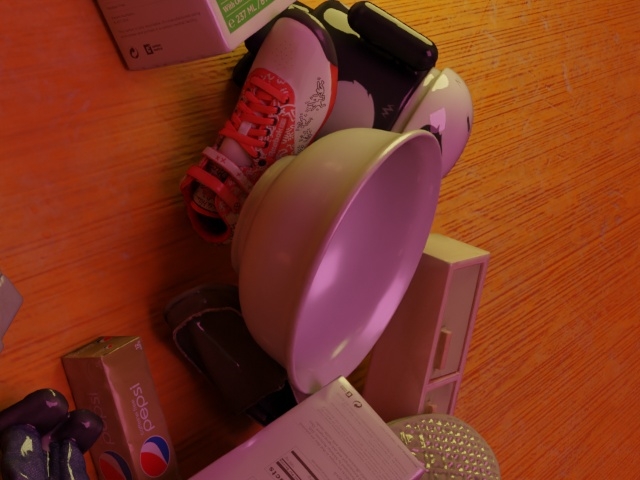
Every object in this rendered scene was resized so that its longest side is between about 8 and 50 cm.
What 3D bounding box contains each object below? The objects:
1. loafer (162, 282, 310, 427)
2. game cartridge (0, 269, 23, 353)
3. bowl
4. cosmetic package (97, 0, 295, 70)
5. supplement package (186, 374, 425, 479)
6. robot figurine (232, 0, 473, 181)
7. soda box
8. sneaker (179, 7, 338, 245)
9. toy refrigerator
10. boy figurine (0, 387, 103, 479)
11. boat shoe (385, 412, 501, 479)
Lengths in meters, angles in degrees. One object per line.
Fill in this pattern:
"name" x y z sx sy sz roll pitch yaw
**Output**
"loafer" -0.076 0.135 1.331 0.251 0.094 0.087 45 18 -41
"game cartridge" -0.368 0.088 0.937 0.355 0.068 0.230 -73 143 -51
"bowl" 0.000 0.000 1.276 0.298 0.134 0.298 -50 156 -33
"cosmetic package" -0.168 -0.381 1.243 0.197 0.155 0.366 -48 124 -42
"supplement package" -0.040 0.271 1.220 0.244 0.139 0.134 -31 69 -34
"robot figurine" 0.039 -0.165 1.412 0.174 0.278 0.209 -58 176 -1
"soda box" -0.193 0.188 1.217 0.058 0.061 0.181 -30 109 -49
"sneaker" -0.069 -0.107 1.298 0.145 0.090 0.270 -42 160 -40
"toy refrigerator" 0.130 0.136 1.544 0.102 0.094 0.270 -10 116 -53
"boy figurine" -0.221 0.257 1.033 0.177 0.092 0.285 44 13 -39
"boat shoe" 0.025 0.366 1.378 0.187 0.156 0.500 46 50 6
